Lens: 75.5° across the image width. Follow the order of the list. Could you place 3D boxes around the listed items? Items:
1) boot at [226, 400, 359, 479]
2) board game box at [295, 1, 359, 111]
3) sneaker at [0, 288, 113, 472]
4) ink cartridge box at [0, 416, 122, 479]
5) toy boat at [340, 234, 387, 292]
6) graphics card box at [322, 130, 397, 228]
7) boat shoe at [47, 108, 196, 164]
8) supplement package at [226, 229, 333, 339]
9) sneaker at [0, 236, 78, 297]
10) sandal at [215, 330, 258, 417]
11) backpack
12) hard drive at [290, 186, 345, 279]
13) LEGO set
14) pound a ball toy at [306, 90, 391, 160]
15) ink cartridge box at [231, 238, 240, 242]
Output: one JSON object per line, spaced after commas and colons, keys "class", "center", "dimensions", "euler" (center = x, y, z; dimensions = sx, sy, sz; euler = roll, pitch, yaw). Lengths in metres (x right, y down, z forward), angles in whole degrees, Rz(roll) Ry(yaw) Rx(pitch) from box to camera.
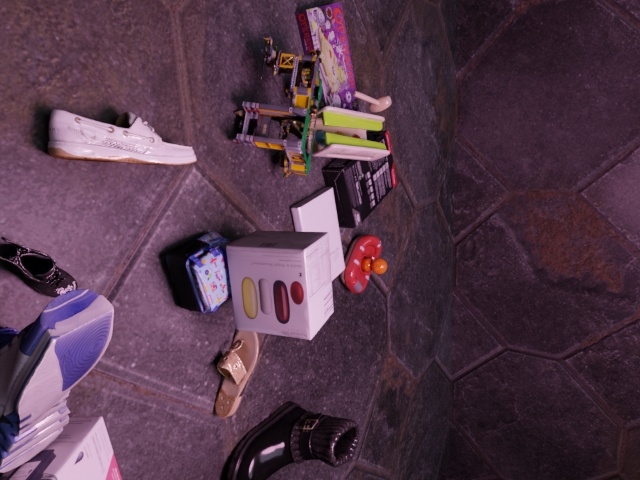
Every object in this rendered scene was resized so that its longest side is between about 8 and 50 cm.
{"class": "boot", "center": [-0.069, 0.605, 1.178], "dimensions": [0.348, 0.259, 0.131], "euler": [-33, 122, -49]}
{"class": "board game box", "center": [0.034, -0.566, 1.344], "dimensions": [0.208, 0.056, 0.347], "euler": [-48, 132, -46]}
{"class": "sneaker", "center": [-0.447, 0.178, 0.600], "dimensions": [0.316, 0.182, 0.127], "euler": [-55, 171, 21]}
{"class": "ink cartridge box", "center": [-0.439, 0.436, 0.664], "dimensions": [0.237, 0.100, 0.172], "euler": [-77, 161, -72]}
{"class": "toy boat", "center": [0.183, 0.090, 1.566], "dimensions": [0.151, 0.151, 0.231], "euler": [52, 54, -46]}
{"class": "graphics card box", "center": [0.159, -0.233, 1.535], "dimensions": [0.371, 0.094, 0.233], "euler": [-47, 132, -43]}
{"class": "boat shoe", "center": [-0.355, -0.193, 0.780], "dimensions": [0.277, 0.098, 0.096], "euler": [-8, 102, -54]}
{"class": "supplement package", "center": [-0.087, 0.093, 0.949], "dimensions": [0.149, 0.193, 0.204], "euler": [-36, 125, -63]}
{"class": "sneaker", "center": [-0.458, 0.051, 0.674], "dimensions": [0.170, 0.089, 0.051], "euler": [54, 52, -44]}
{"class": "sandal", "center": [-0.229, 0.334, 1.056], "dimensions": [0.079, 0.088, 0.240], "euler": [26, 79, -60]}
{"class": "backpack", "center": [-0.250, 0.066, 0.960], "dimensions": [0.173, 0.116, 0.159], "euler": [-39, 126, -50]}
{"class": "hard drive", "center": [0.000, 0.000, 1.383], "dimensions": [0.203, 0.040, 0.308], "euler": [-37, 124, -47]}
{"class": "LEGO set", "center": [-0.114, -0.340, 1.095], "dimensions": [0.255, 0.191, 0.332], "euler": [-13, 112, -85]}
{"class": "pound a ball toy", "center": [0.094, -0.367, 1.327], "dimensions": [0.318, 0.135, 0.209], "euler": [-6, 87, -42]}
{"class": "ink cartridge box", "center": [-0.175, 0.068, 1.092], "dimensions": [0.092, 0.089, 0.143], "euler": [-20, 111, -53]}
